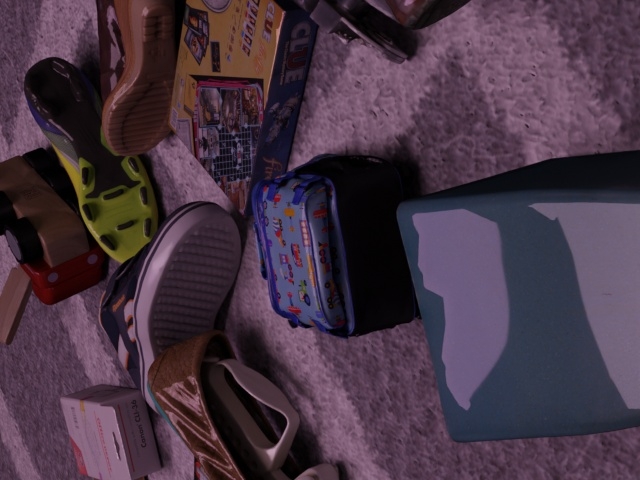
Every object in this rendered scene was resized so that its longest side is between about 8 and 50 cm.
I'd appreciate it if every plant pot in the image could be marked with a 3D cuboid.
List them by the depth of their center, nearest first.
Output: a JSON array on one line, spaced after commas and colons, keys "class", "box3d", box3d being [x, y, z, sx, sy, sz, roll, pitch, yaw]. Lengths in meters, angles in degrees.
[{"class": "plant pot", "box3d": [0.201, 0.027, 0.829, 0.234, 0.166, 0.165, -8, 97, 51]}]

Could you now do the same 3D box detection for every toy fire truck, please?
[{"class": "toy fire truck", "box3d": [-0.393, 0.034, 1.808, 0.217, 0.159, 0.246, 39, 146, 43]}]

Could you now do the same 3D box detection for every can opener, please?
[{"class": "can opener", "box3d": [-0.006, -0.249, 1.134, 0.095, 0.076, 0.283, -51, 53, 16]}]

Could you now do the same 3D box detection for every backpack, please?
[{"class": "backpack", "box3d": [0.000, 0.000, 1.174, 0.173, 0.117, 0.158, 15, 115, 58]}]

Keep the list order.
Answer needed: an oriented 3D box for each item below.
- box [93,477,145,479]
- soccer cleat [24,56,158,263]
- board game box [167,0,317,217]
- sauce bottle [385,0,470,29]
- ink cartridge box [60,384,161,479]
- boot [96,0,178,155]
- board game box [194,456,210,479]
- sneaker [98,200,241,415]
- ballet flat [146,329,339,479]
[{"class": "box", "box3d": [-0.263, 0.426, 1.883, 0.164, 0.021, 0.201, -11, 94, 59]}, {"class": "soccer cleat", "box3d": [-0.270, -0.096, 1.617, 0.289, 0.093, 0.121, 60, 177, 14]}, {"class": "board game box", "box3d": [-0.081, -0.167, 1.295, 0.165, 0.042, 0.243, 50, 141, 34]}, {"class": "sauce bottle", "box3d": [0.010, -0.318, 0.959, 0.344, 0.111, 0.111, 58, 147, 7]}, {"class": "ink cartridge box", "box3d": [-0.278, 0.262, 1.786, 0.198, 0.067, 0.115, -4, 101, 60]}, {"class": "boot", "box3d": [-0.212, -0.241, 1.462, 0.248, 0.090, 0.206, 109, 147, -45]}, {"class": "board game box", "box3d": [-0.110, 0.338, 1.591, 0.136, 0.030, 0.259, 35, 132, 43]}, {"class": "sneaker", "box3d": [-0.179, 0.057, 1.477, 0.127, 0.126, 0.321, 47, 142, 28]}, {"class": "ballet flat", "box3d": [-0.054, 0.235, 1.380, 0.124, 0.116, 0.342, -44, 69, 28]}]
